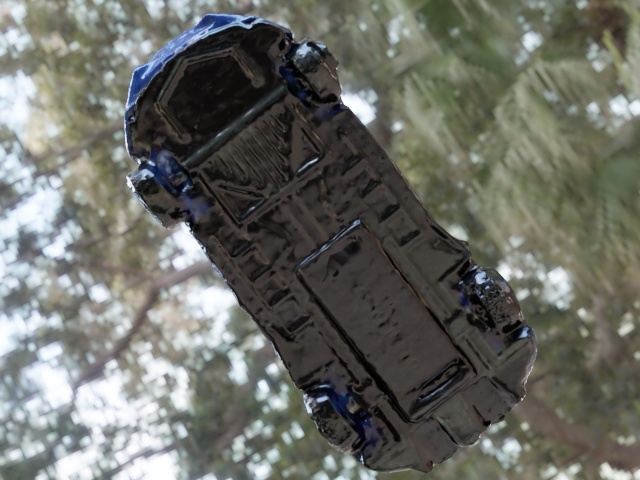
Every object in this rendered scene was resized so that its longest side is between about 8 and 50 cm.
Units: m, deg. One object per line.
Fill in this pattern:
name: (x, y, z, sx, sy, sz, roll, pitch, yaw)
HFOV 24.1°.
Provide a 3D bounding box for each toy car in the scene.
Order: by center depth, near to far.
toy car: (0.000, 0.000, 0.647, 0.103, 0.216, 0.063, -37, -5, -1)
